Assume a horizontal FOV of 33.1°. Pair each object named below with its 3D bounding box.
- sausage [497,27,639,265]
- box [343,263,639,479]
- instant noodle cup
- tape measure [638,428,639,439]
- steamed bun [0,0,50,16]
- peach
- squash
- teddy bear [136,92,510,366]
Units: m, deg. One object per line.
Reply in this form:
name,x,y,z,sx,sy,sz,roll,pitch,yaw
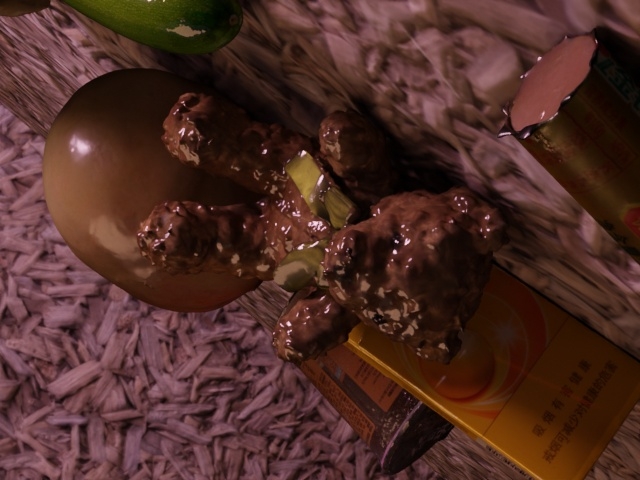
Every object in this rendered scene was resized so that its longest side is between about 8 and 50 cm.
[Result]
sausage,0.255,0.030,0.656,0.371,0.082,0.082,42,168,-17
box,0.165,0.110,1.034,0.269,0.152,0.043,35,164,15
instant noodle cup,0.076,0.125,1.247,0.207,0.217,0.217,41,169,21
tape measure,0.352,0.192,0.964,0.125,0.074,0.118,39,167,-13
steamed bun,-0.408,-0.303,1.103,0.189,0.247,0.428,51,-176,6
peach,-0.173,-0.049,1.211,0.292,0.247,0.292,56,165,24
squash,-0.177,-0.229,0.970,0.292,0.082,0.082,30,165,34
teddy bear,-0.009,-0.002,0.971,0.296,0.246,0.222,12,-167,-12
